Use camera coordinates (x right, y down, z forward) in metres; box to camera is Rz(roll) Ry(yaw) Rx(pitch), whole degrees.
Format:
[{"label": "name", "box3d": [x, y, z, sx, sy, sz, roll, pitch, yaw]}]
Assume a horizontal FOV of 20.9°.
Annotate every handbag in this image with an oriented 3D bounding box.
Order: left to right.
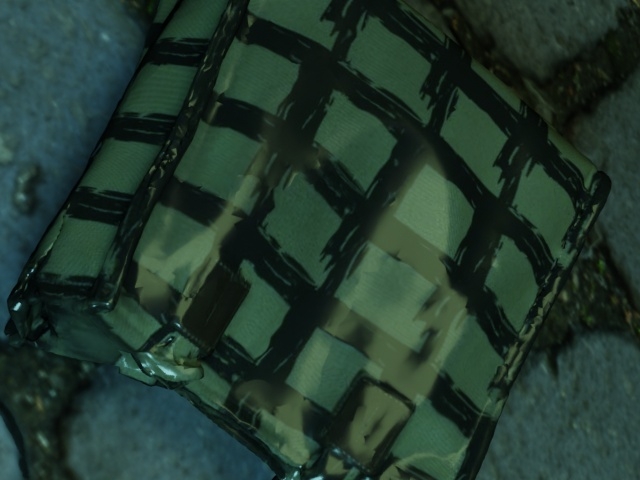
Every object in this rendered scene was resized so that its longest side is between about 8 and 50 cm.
[{"label": "handbag", "box3d": [0.000, 0.000, 1.117, 0.325, 0.162, 0.327, 37, 55, -21]}]
